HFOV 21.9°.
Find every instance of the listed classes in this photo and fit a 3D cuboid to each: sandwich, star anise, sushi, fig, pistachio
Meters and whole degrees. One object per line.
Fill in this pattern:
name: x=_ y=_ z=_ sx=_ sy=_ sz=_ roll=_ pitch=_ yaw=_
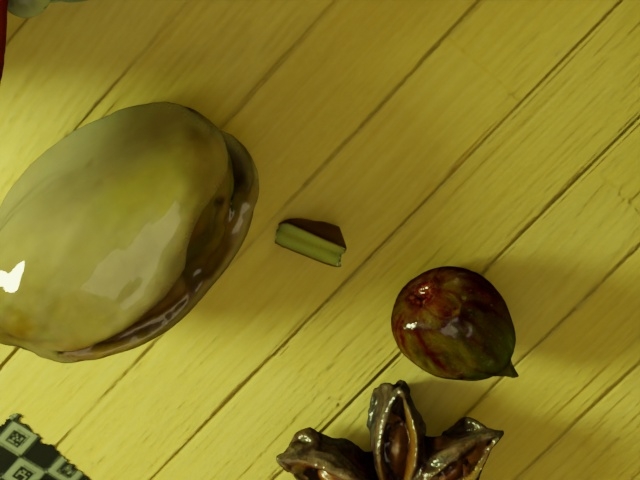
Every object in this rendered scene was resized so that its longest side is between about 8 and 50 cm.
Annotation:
sandwich: x=0.000 y=0.000 z=1.572 sx=0.083 sy=0.044 sz=0.031 roll=24 pitch=116 yaw=31
star anise: x=0.059 y=0.240 z=1.673 sx=0.220 sy=0.099 sz=0.214 roll=10 pitch=102 yaw=-5
sushi: x=-0.334 y=0.281 z=1.687 sx=0.201 sy=0.031 sz=0.139 roll=-40 pitch=113 yaw=14
fig: x=0.140 y=0.093 z=1.601 sx=0.109 sy=0.103 sz=0.154 roll=-6 pitch=138 yaw=39
pistachio: x=-0.190 y=-0.005 z=1.493 sx=0.288 sy=0.197 sz=0.166 roll=-40 pitch=158 yaw=3

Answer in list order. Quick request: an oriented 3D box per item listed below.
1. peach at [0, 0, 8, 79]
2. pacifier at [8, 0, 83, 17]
peach: x=-0.367 y=-0.216 z=1.282 sx=0.242 sy=0.306 sz=0.380 roll=-2 pitch=137 yaw=-13
pacifier: x=-0.245 y=-0.229 z=1.391 sx=0.150 sy=0.116 sz=0.127 roll=17 pitch=140 yaw=-18
